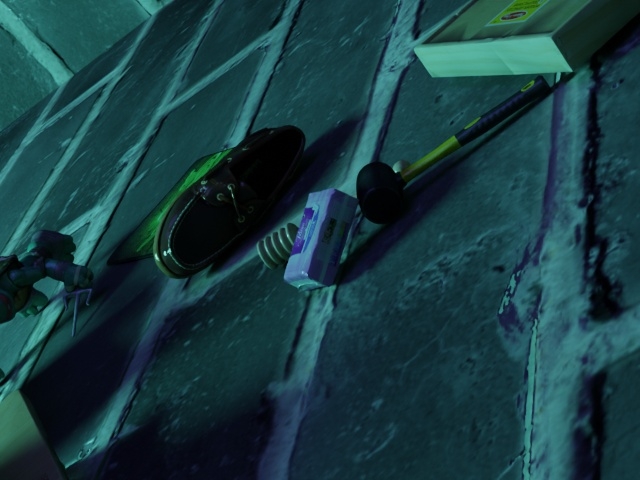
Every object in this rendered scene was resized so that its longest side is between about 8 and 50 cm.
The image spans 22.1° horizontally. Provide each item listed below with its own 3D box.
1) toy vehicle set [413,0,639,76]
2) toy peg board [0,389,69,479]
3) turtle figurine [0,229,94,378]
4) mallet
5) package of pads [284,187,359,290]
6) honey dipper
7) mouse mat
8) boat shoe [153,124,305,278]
[{"bbox_3d":[0.205,-0.212,1.459,0.166,0.035,0.267,-41,17,-14],"label":"toy vehicle set"},{"bbox_3d":[-0.274,0.238,1.394,0.161,0.079,0.160,-43,34,-1],"label":"toy peg board"},{"bbox_3d":[-0.339,0.067,1.844,0.175,0.118,0.234,-38,13,11],"label":"turtle figurine"},{"bbox_3d":[0.109,-0.084,1.392,0.189,0.039,0.062,-36,22,4],"label":"mallet"},{"bbox_3d":[0.000,0.000,1.375,0.050,0.032,0.083,-11,59,61],"label":"package of pads"},{"bbox_3d":[0.015,-0.025,1.457,0.160,0.030,0.030,-31,20,20],"label":"honey dipper"},{"bbox_3d":[-0.162,-0.043,1.895,0.190,0.007,0.152,-50,19,-26],"label":"mouse mat"},{"bbox_3d":[-0.089,-0.045,1.640,0.073,0.073,0.207,-21,27,52],"label":"boat shoe"}]
